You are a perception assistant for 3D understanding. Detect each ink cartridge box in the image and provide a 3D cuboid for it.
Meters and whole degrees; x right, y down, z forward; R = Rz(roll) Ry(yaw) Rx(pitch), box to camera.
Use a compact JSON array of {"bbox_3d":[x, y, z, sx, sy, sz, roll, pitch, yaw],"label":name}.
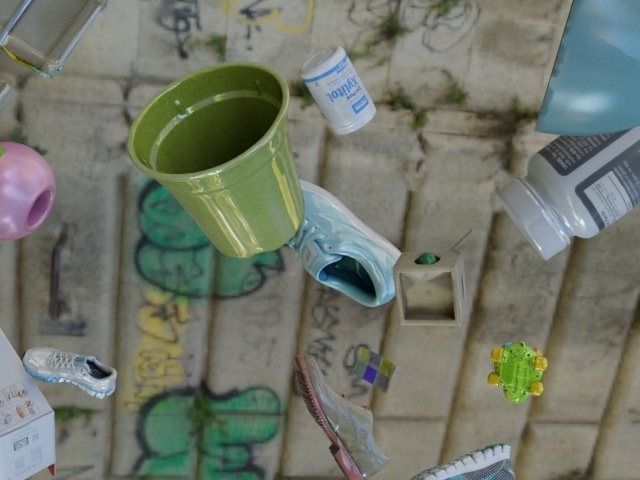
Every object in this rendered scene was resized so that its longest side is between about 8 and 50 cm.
[{"bbox_3d":[-0.682,0.347,1.865,0.309,0.130,0.272,46,-37,28],"label":"ink cartridge box"}]

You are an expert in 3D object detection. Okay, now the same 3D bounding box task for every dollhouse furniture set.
[{"bbox_3d":[-0.451,-0.268,1.255,0.301,0.197,0.151,-57,-177,-9],"label":"dollhouse furniture set"}]

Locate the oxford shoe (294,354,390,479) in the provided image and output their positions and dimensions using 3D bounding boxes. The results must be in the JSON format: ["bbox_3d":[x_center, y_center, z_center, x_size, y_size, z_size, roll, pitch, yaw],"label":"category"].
[{"bbox_3d":[0.049,0.410,2.125,0.348,0.130,0.123,64,-10,-11],"label":"oxford shoe"}]

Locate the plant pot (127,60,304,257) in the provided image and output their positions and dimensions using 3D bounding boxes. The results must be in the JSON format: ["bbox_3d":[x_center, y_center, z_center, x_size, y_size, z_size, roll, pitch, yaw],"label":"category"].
[{"bbox_3d":[-0.145,-0.115,1.504,0.276,0.276,0.254,-98,169,-45],"label":"plant pot"}]

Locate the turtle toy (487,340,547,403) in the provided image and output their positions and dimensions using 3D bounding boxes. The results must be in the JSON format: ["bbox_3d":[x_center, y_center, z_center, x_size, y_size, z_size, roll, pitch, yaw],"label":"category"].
[{"bbox_3d":[0.338,0.226,1.525,0.066,0.095,0.130,-47,144,-58],"label":"turtle toy"}]

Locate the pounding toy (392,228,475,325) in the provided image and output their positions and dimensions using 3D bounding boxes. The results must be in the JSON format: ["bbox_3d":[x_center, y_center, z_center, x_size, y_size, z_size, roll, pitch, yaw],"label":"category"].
[{"bbox_3d":[0.203,0.063,1.546,0.100,0.130,0.141,-49,134,-63],"label":"pounding toy"}]

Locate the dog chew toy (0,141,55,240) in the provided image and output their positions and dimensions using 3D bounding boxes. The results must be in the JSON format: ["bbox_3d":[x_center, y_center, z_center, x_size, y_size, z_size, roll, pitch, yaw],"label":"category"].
[{"bbox_3d":[-0.724,-0.138,1.851,0.206,0.332,0.206,-63,174,-11],"label":"dog chew toy"}]

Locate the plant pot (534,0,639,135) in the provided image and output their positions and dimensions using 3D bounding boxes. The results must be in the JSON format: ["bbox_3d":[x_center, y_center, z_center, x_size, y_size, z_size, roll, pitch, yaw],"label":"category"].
[{"bbox_3d":[0.472,-0.288,1.399,0.290,0.195,0.290,17,90,-79],"label":"plant pot"}]

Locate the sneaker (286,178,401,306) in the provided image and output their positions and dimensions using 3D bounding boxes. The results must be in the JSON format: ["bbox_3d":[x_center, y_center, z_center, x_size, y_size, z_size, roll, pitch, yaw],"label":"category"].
[{"bbox_3d":[0.000,0.000,1.734,0.135,0.366,0.150,-65,169,29],"label":"sneaker"}]

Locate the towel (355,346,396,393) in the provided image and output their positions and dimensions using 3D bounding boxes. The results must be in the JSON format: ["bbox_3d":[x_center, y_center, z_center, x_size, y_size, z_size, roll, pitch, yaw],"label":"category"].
[{"bbox_3d":[0.101,0.239,1.643,0.083,0.009,0.060,29,-71,36],"label":"towel"}]

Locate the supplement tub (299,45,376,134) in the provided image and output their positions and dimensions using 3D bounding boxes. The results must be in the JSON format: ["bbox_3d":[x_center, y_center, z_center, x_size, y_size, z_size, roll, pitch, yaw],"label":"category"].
[{"bbox_3d":[0.024,-0.210,1.245,0.107,0.071,0.071,56,6,-26],"label":"supplement tub"}]

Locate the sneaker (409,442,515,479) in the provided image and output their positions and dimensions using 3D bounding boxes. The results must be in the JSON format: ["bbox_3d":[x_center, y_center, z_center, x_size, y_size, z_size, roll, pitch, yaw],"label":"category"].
[{"bbox_3d":[0.183,0.323,1.158,0.065,0.166,0.076,115,-44,-75],"label":"sneaker"}]

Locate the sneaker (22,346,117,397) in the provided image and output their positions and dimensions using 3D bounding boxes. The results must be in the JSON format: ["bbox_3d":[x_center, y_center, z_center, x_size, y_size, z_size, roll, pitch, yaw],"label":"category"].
[{"bbox_3d":[-0.488,0.245,1.755,0.083,0.190,0.071,126,-23,-48],"label":"sneaker"}]

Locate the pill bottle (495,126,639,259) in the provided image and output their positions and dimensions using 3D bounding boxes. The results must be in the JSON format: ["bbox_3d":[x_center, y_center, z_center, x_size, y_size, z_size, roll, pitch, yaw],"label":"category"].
[{"bbox_3d":[0.542,-0.134,1.761,0.204,0.361,0.204,52,8,-11],"label":"pill bottle"}]
